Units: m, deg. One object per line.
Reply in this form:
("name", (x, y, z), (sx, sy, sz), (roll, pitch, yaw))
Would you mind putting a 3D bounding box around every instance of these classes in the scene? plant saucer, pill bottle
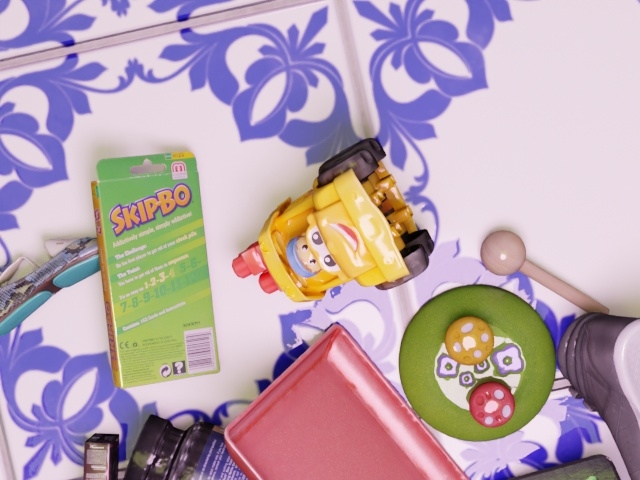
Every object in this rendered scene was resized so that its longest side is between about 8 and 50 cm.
("plant saucer", (0.028, 0.255, 1.650), (0.259, 0.258, 0.048), (51, 129, -1))
("pill bottle", (-0.108, 0.279, 1.693), (0.219, 0.123, 0.122), (21, 93, 1))

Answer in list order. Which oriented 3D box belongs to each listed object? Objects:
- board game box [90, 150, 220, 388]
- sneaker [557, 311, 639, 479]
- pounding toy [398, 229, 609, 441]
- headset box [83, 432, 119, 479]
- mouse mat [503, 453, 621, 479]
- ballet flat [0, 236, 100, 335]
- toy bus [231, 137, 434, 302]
("board game box", (-0.189, 0.031, 1.703), (0.124, 0.039, 0.259), (-7, 95, -27))
("sneaker", (0.354, 0.201, 1.655), (0.105, 0.147, 0.295), (-26, 111, -16))
("pounding toy", (0.196, 0.123, 1.679), (0.183, 0.110, 0.237), (38, 94, 0))
("headset box", (-0.254, 0.270, 1.729), (0.032, 0.062, 0.083), (1, 92, 3))
("mouse mat", (0.276, 0.329, 1.687), (0.190, 0.007, 0.152), (-24, 91, 36))
("ballet flat", (-0.317, 0.035, 1.723), (0.188, 0.070, 0.070), (-33, 91, 0))
("toy bus", (0.000, 0.000, 1.634), (0.211, 0.220, 0.149), (-26, 96, 9))
